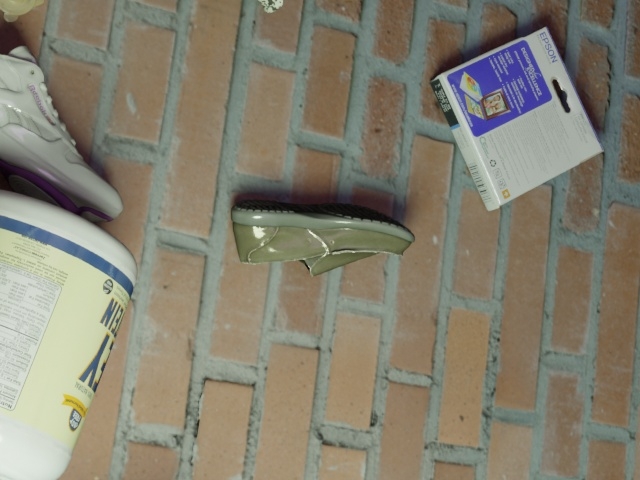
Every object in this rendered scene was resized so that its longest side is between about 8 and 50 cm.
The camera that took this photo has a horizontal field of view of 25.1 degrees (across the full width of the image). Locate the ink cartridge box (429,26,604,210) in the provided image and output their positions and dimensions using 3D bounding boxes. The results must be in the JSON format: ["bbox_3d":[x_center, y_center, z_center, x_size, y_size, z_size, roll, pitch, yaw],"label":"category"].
[{"bbox_3d":[0.282,-0.176,2.057,0.208,0.045,0.206,-26,93,-27],"label":"ink cartridge box"}]

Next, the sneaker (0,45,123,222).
[{"bbox_3d":[-0.344,-0.142,1.698,0.305,0.114,0.152,38,68,-16],"label":"sneaker"}]

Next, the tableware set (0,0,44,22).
[{"bbox_3d":[-0.426,-0.311,1.740,0.141,0.020,0.168,-39,101,-24],"label":"tableware set"}]

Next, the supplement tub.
[{"bbox_3d":[-0.358,0.130,1.578,0.235,0.235,0.324,25,71,-21],"label":"supplement tub"}]

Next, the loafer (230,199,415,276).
[{"bbox_3d":[0.000,0.000,1.873,0.251,0.094,0.087,5,104,-17],"label":"loafer"}]

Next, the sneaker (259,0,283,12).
[{"bbox_3d":[-0.089,-0.387,1.865,0.410,0.158,0.182,-5,101,-22],"label":"sneaker"}]
